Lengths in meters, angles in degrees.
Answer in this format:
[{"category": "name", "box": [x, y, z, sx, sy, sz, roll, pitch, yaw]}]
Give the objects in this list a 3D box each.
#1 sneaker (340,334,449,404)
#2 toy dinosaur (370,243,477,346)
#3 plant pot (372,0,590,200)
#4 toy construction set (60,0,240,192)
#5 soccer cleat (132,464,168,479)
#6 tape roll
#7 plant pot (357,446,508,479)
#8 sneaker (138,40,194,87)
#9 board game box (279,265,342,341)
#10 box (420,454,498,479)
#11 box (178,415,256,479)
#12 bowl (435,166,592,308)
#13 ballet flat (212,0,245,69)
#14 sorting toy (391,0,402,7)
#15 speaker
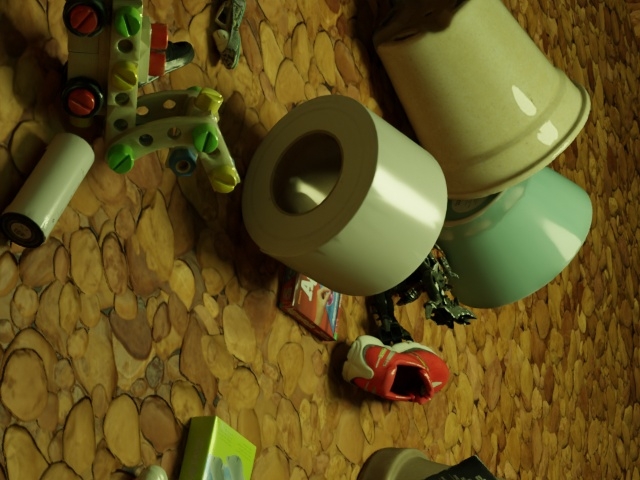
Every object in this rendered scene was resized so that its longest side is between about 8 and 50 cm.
[{"category": "sneaker", "box": [0.142, 0.231, 2.065, 0.279, 0.118, 0.107, 13, 102, -55]}, {"category": "toy dinosaur", "box": [0.139, 0.055, 2.137, 0.322, 0.164, 0.218, 6, 63, -43]}, {"category": "plant pot", "box": [0.261, -0.294, 2.244, 0.305, 0.334, 0.334, 54, 39, -26]}, {"category": "toy construction set", "box": [-0.187, -0.214, 1.452, 0.151, 0.215, 0.327, -117, -149, -68]}, {"category": "soccer cleat", "box": [-0.196, 0.360, 1.481, 0.068, 0.076, 0.196, 45, 47, -50]}, {"category": "tape roll", "box": [0.032, -0.062, 1.783, 0.169, 0.246, 0.246, 31, 57, -44]}, {"category": "plant pot", "box": [0.207, 0.465, 2.048, 0.263, 0.229, 0.263, 19, 68, -61]}, {"category": "sneaker", "box": [-0.221, -0.245, 1.575, 0.170, 0.051, 0.089, -40, 123, -48]}, {"category": "board game box", "box": [0.000, 0.000, 1.966, 0.145, 0.027, 0.281, 40, 51, -50]}, {"category": "box", "box": [0.159, 0.543, 1.821, 0.179, 0.312, 0.343, -133, -157, -67]}, {"category": "box", "box": [-0.141, 0.328, 1.627, 0.109, 0.042, 0.178, 48, 44, -47]}, {"category": "bowl", "box": [0.321, -0.046, 2.312, 0.163, 0.311, 0.311, 48, 43, -28]}, {"category": "ballet flat", "box": [-0.132, -0.294, 1.776, 0.041, 0.041, 0.114, 37, 53, -54]}, {"category": "sorting toy", "box": [0.167, -0.525, 2.354, 0.347, 0.047, 0.196, 65, 34, -32]}, {"category": "speaker", "box": [-0.299, -0.057, 1.394, 0.055, 0.055, 0.136, 61, 36, -36]}]
